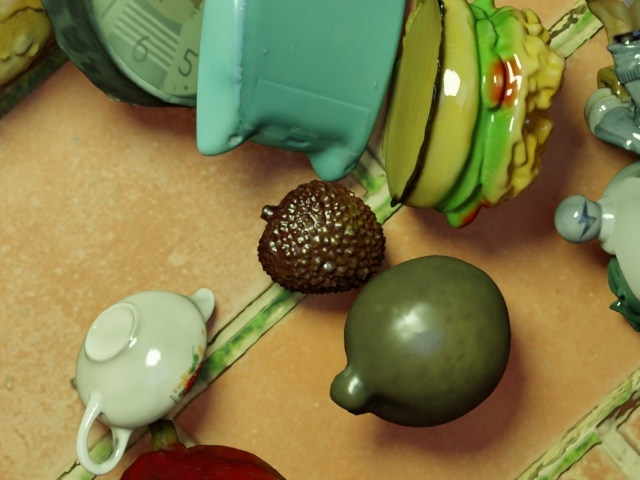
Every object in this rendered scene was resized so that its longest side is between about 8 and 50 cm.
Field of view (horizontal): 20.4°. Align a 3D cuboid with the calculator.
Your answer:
[{"bbox_3d":[-0.003,-0.257,1.722,0.256,0.054,0.386,11,88,-48],"label":"calculator"}]

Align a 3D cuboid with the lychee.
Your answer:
[{"bbox_3d":[0.002,-0.003,1.767,0.129,0.123,0.123,5,92,-3],"label":"lychee"}]

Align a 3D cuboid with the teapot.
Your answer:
[{"bbox_3d":[-0.182,0.122,1.732,0.092,0.145,0.226,44,64,-36],"label":"teapot"}]

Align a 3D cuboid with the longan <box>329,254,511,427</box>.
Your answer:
[{"bbox_3d":[0.095,0.109,1.756,0.204,0.185,0.159,-31,54,-26],"label":"longan"}]

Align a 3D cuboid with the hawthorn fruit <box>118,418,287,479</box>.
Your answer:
[{"bbox_3d":[-0.109,0.318,1.706,0.265,0.265,0.307,-10,72,-8],"label":"hawthorn fruit"}]

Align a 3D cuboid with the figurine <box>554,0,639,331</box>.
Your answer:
[{"bbox_3d":[0.351,-0.078,1.786,0.261,0.186,0.382,-16,99,-2],"label":"figurine"}]

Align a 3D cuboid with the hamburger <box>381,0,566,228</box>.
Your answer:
[{"bbox_3d":[0.154,-0.127,1.740,0.149,0.237,0.237,9,91,-11],"label":"hamburger"}]

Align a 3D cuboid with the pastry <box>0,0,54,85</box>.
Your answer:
[{"bbox_3d":[-0.366,-0.285,1.668,0.284,0.184,0.316,1,101,0],"label":"pastry"}]

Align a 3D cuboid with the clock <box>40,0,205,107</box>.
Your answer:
[{"bbox_3d":[-0.126,-0.281,1.669,0.325,0.067,0.325,-16,112,-45],"label":"clock"}]
